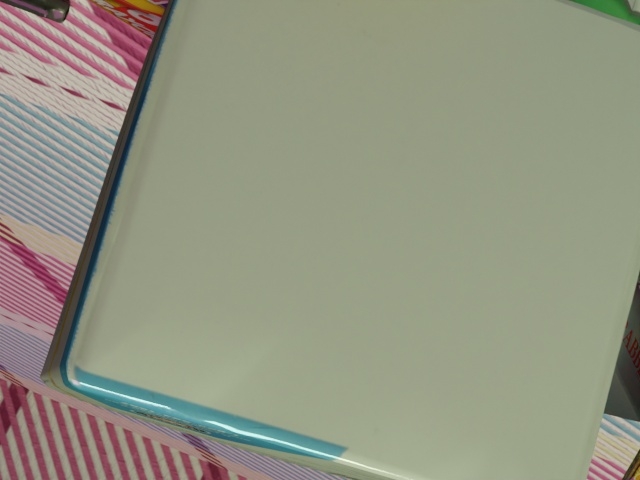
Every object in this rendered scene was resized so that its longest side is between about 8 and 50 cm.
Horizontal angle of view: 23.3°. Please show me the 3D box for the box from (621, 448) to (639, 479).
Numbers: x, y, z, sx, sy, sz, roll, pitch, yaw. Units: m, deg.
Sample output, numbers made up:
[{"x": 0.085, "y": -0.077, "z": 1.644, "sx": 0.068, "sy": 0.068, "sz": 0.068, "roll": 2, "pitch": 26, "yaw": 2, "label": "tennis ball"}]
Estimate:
[{"x": 0.356, "y": 0.196, "z": 1.073, "sx": 0.279, "sy": 0.177, "sz": 0.290, "roll": 32, "pitch": 180, "yaw": 13, "label": "box"}]

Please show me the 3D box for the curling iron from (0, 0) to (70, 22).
[{"x": -0.321, "y": -0.232, "z": 1.194, "sx": 0.274, "sy": 0.035, "sz": 0.068, "roll": 28, "pitch": 162, "yaw": -8, "label": "curling iron"}]

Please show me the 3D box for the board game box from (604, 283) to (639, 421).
[{"x": 0.073, "y": -0.006, "z": 1.176, "sx": 0.318, "sy": 0.066, "sz": 0.319, "roll": 10, "pitch": 147, "yaw": 38, "label": "board game box"}]

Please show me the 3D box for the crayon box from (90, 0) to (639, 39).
[{"x": 0.021, "y": -0.143, "z": 0.766, "sx": 0.313, "sy": 0.106, "sz": 0.363, "roll": 12, "pitch": 170, "yaw": 38, "label": "crayon box"}]

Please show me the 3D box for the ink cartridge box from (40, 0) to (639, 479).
[{"x": 0.000, "y": 0.000, "z": 0.696, "sx": 0.198, "sy": 0.197, "sz": 0.270, "roll": 18, "pitch": 171, "yaw": -10, "label": "ink cartridge box"}]
